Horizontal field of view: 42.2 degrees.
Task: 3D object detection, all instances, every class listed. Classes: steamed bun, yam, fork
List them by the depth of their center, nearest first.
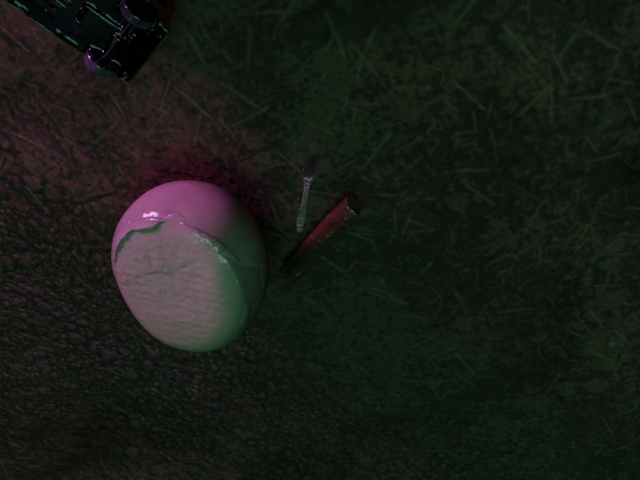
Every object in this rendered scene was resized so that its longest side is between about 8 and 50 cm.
[{"bbox_3d":[-0.144,0.025,0.969,0.177,0.130,0.228,11,133,11],"label":"steamed bun"},{"bbox_3d":[-0.018,-0.052,0.969,0.016,0.012,0.115,12,136,2],"label":"fork"},{"bbox_3d":[0.000,0.000,0.996,0.032,0.032,0.145,30,127,-18],"label":"yam"}]

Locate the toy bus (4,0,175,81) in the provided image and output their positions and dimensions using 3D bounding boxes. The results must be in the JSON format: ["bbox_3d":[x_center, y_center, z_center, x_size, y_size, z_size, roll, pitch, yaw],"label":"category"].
[{"bbox_3d":[-0.238,-0.243,0.782,0.194,0.088,0.083,34,125,-23],"label":"toy bus"}]
